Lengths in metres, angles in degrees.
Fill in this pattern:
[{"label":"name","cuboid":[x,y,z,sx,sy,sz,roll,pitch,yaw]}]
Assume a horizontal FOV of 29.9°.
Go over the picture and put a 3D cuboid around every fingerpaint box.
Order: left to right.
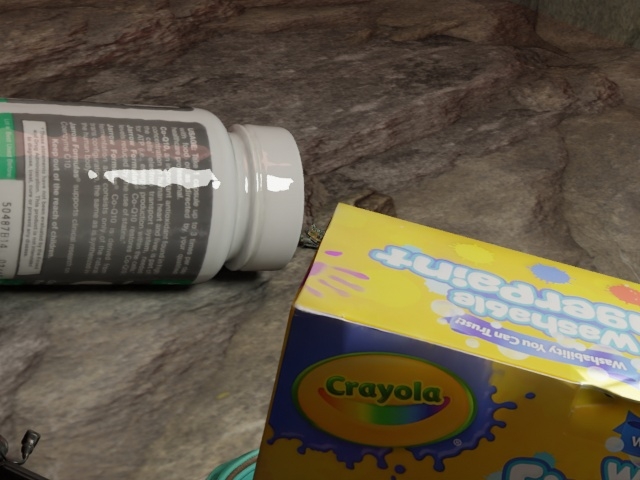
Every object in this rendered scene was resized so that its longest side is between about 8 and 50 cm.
[{"label":"fingerpaint box","cuboid":[0.173,0.217,0.837,0.445,0.371,0.163,15,28,5]}]

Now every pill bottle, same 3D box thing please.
[{"label":"pill bottle","cuboid":[-0.214,-0.051,1.344,0.361,0.204,0.204,1,30,-22]}]

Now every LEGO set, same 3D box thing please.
[{"label":"LEGO set","cuboid":[0.001,0.002,1.542,0.083,0.023,0.054,23,29,-10]}]

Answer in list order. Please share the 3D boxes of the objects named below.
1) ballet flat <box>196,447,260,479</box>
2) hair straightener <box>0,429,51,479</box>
[{"label":"ballet flat","cuboid":[-0.101,0.241,0.989,0.087,0.083,0.247,-3,19,25]},{"label":"hair straightener","cuboid":[-0.284,0.197,1.038,0.230,0.047,0.089,20,28,22]}]
